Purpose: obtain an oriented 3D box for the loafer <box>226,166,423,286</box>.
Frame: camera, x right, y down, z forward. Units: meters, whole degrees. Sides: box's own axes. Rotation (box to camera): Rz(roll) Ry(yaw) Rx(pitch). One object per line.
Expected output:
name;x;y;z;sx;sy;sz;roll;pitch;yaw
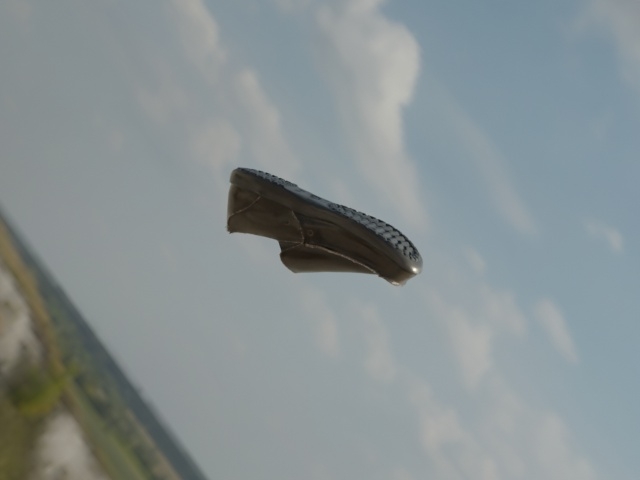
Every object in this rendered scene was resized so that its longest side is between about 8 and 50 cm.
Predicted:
loafer;0.000;0.000;1.809;0.220;0.078;0.080;26;10;23
